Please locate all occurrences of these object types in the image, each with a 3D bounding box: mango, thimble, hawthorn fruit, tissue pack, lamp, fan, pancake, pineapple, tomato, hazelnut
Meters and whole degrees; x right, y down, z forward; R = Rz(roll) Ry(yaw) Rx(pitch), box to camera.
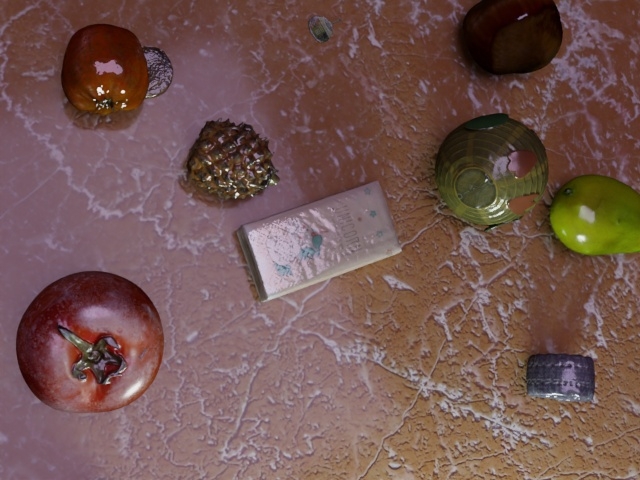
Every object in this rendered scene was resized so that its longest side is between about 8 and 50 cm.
[{"bbox_3d":[0.657,-0.060,2.007,0.273,0.149,0.185,-1,77,-22],"label":"mango"},{"bbox_3d":[0.539,0.307,1.931,0.150,0.150,0.098,9,76,-15],"label":"thimble"},{"bbox_3d":[-0.426,-0.341,1.713,0.189,0.189,0.189,2,83,-16],"label":"hawthorn fruit"},{"bbox_3d":[0.000,0.000,1.846,0.325,0.071,0.170,-20,88,-18],"label":"tissue pack"},{"bbox_3d":[0.384,-0.161,1.906,0.250,0.250,0.284,53,34,-5],"label":"lamp"},{"bbox_3d":[0.011,-0.475,1.940,0.080,0.003,0.060,0,84,-16],"label":"fan"},{"bbox_3d":[-0.365,-0.356,1.811,0.114,0.011,0.115,2,83,-15],"label":"pancake"},{"bbox_3d":[-0.172,-0.161,1.772,0.193,0.166,0.166,24,78,-16],"label":"pineapple"},{"bbox_3d":[-0.431,0.185,1.618,0.270,0.227,0.270,-5,105,-19],"label":"tomato"},{"bbox_3d":[0.446,-0.489,1.978,0.229,0.229,0.230,2,83,-16],"label":"hazelnut"}]
